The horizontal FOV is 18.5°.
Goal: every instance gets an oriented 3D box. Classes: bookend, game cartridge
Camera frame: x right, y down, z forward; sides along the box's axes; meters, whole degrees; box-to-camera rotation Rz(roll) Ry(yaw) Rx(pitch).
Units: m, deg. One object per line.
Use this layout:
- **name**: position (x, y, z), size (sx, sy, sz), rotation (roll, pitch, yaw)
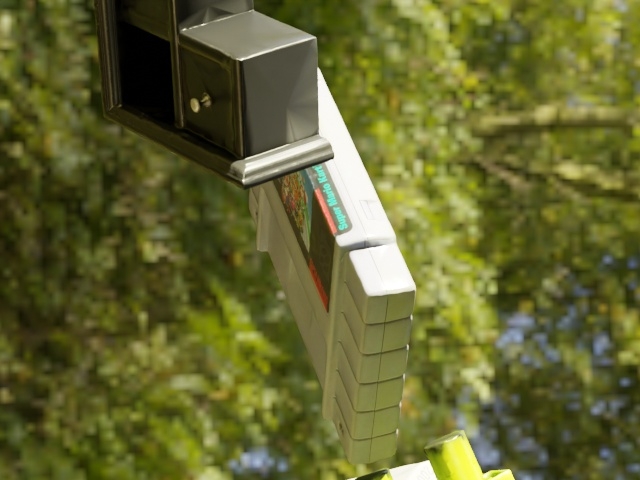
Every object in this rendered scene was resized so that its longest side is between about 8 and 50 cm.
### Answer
- **bookend**: position (-0.069, -0.133, 1.212), size (0.157, 0.072, 0.156), rotation (29, -51, 44)
- **game cartridge**: position (0.000, 0.000, 1.802), size (0.230, 0.068, 0.355), rotation (89, -16, -44)

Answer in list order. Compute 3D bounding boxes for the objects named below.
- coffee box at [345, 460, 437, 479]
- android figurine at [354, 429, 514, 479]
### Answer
- **coffee box**: position (0.073, 0.480, 2.086), size (0.338, 0.334, 0.338), rotation (-50, -172, -24)
- **android figurine**: position (0.133, 0.321, 1.789), size (0.273, 0.248, 0.056), rotation (67, -21, 2)
